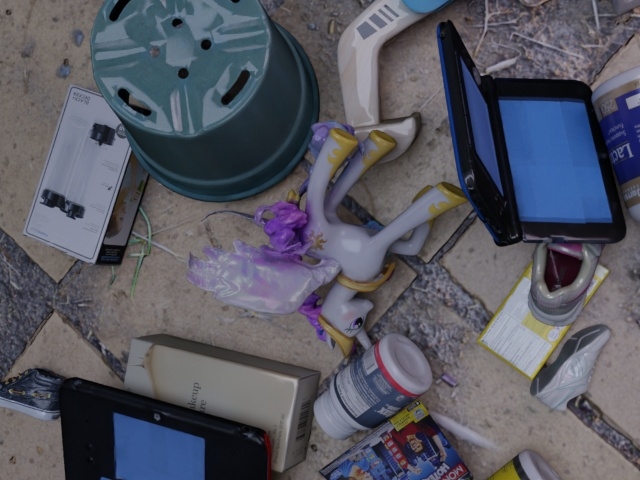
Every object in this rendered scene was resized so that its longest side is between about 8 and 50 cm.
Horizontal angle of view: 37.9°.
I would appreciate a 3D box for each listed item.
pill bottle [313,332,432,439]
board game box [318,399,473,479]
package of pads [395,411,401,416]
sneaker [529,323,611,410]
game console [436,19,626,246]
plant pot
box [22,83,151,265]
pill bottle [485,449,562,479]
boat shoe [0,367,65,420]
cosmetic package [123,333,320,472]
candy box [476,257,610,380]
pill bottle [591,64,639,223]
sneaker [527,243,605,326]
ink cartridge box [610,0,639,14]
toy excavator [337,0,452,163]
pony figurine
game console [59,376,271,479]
[{"bbox_3d":[0.078,0.235,1.465,0.180,0.108,0.108,-42,74,28],"label":"pill bottle"},{"bbox_3d":[0.129,0.378,1.408,0.194,0.060,0.194,-35,59,1],"label":"board game box"},{"bbox_3d":[0.146,0.314,1.483,0.083,0.032,0.050,30,95,19],"label":"package of pads"},{"bbox_3d":[0.384,0.190,1.398,0.061,0.054,0.152,41,94,-12],"label":"sneaker"},{"bbox_3d":[0.292,-0.153,1.291,0.173,0.250,0.293,-17,57,20],"label":"game console"},{"bbox_3d":[-0.183,-0.249,1.426,0.341,0.334,0.341,0,84,4],"label":"plant pot"},{"bbox_3d":[-0.406,-0.116,1.674,0.169,0.087,0.290,19,94,20],"label":"box"},{"bbox_3d":[0.268,0.420,1.389,0.208,0.119,0.119,-43,75,13],"label":"pill bottle"},{"bbox_3d":[-0.556,0.269,1.727,0.183,0.065,0.083,13,89,14],"label":"boat shoe"},{"bbox_3d":[-0.170,0.266,1.558,0.309,0.113,0.160,9,92,19],"label":"cosmetic package"},{"bbox_3d":[0.340,0.101,1.425,0.105,0.027,0.206,37,99,20],"label":"candy box"},{"bbox_3d":[0.494,-0.111,1.313,0.153,0.153,0.264,-18,81,18],"label":"pill bottle"},{"bbox_3d":[0.370,-0.002,1.349,0.103,0.111,0.252,13,81,16],"label":"sneaker"},{"bbox_3d":[0.431,-0.451,1.354,0.086,0.148,0.203,-24,81,15],"label":"ink cartridge box"},{"bbox_3d":[0.131,-0.397,1.429,0.445,0.222,0.433,-33,95,21],"label":"toy excavator"},{"bbox_3d":[0.000,0.000,1.429,0.351,0.303,0.363,26,115,-8],"label":"pony figurine"},{"bbox_3d":[-0.259,0.415,1.540,0.386,0.060,0.342,11,119,19],"label":"game console"}]
